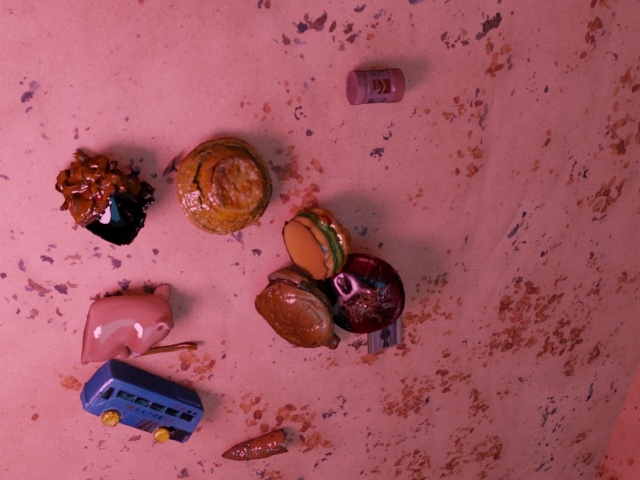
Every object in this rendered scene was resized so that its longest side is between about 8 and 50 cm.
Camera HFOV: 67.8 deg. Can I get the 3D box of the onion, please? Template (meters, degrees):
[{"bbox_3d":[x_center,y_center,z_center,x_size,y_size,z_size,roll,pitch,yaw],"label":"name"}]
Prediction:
[{"bbox_3d":[0.140,0.177,1.639,0.313,0.232,0.314,6,119,11],"label":"onion"}]

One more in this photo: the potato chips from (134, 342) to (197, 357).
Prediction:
[{"bbox_3d":[-0.515,0.365,1.594,0.203,0.037,0.026,-4,107,-13],"label":"potato chips"}]

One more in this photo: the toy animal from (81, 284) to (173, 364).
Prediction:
[{"bbox_3d":[-0.577,0.265,1.428,0.256,0.195,0.213,-1,123,-23],"label":"toy animal"}]

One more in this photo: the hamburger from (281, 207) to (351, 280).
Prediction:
[{"bbox_3d":[0.000,0.000,1.498,0.148,0.237,0.237,-30,124,-28],"label":"hamburger"}]

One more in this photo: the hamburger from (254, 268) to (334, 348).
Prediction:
[{"bbox_3d":[-0.084,0.235,1.564,0.285,0.265,0.134,44,58,-13],"label":"hamburger"}]

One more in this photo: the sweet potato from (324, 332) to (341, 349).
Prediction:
[{"bbox_3d":[-0.028,0.330,1.734,0.243,0.077,0.077,27,104,-17],"label":"sweet potato"}]

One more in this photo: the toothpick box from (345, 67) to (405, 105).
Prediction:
[{"bbox_3d":[0.160,-0.450,1.397,0.148,0.098,0.099,-9,118,-15],"label":"toothpick box"}]

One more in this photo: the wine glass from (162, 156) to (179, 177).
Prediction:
[{"bbox_3d":[-0.325,-0.150,1.385,0.262,0.074,0.074,28,103,-31],"label":"wine glass"}]

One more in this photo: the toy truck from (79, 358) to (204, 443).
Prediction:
[{"bbox_3d":[-0.587,0.537,1.587,0.384,0.161,0.162,34,88,-30],"label":"toy truck"}]

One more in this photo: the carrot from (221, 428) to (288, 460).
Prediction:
[{"bbox_3d":[-0.262,0.824,1.896,0.262,0.102,0.102,-10,119,-9],"label":"carrot"}]

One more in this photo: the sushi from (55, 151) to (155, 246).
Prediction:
[{"bbox_3d":[-0.567,-0.115,1.250,0.204,0.213,0.200,38,75,-45],"label":"sushi"}]

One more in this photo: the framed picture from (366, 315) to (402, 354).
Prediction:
[{"bbox_3d":[0.253,0.351,1.884,0.150,0.015,0.203,-14,119,-14],"label":"framed picture"}]

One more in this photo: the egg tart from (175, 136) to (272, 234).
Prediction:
[{"bbox_3d":[-0.251,-0.152,1.323,0.293,0.123,0.294,-1,93,-34],"label":"egg tart"}]
